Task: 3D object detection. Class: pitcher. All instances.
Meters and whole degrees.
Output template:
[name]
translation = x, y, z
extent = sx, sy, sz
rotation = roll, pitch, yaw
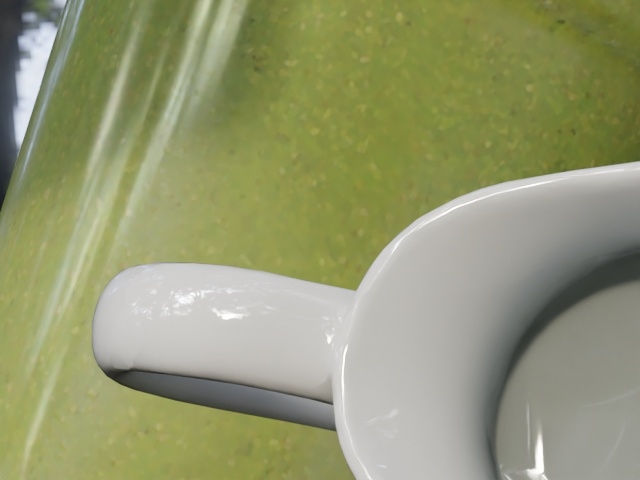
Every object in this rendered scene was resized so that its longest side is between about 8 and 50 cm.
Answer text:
[pitcher]
translation = 0.062, 0.044, 0.411
extent = 0.177, 0.126, 0.207
rotation = 9, -11, 25

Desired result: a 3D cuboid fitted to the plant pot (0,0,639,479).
[plant pot]
translation = 0.000, 0.000, 0.618
extent = 0.276, 0.254, 0.276
rotation = 22, -10, 4
